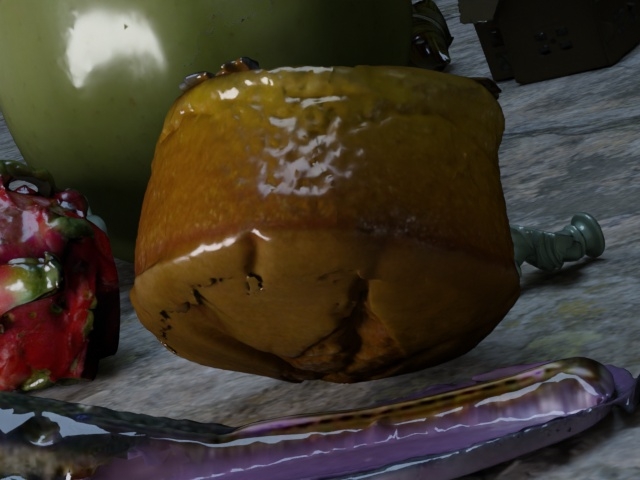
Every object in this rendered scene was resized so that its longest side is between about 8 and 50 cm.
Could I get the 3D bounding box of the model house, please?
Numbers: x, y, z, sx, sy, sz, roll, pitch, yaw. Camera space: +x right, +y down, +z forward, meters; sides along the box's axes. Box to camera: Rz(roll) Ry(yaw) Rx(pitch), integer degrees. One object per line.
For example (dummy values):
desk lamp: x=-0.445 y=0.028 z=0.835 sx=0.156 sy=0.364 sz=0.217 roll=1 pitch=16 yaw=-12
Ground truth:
model house: x=0.217 y=-0.299 z=1.924 sx=0.176 sy=0.248 sz=0.181 roll=-11 pitch=12 yaw=28

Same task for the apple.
apple: x=-0.097 y=-0.162 z=1.524 sx=0.357 sy=0.357 sz=0.357 roll=-16 pitch=12 yaw=3

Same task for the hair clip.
hair clip: x=-0.021 y=0.099 z=0.891 sx=0.358 sy=0.095 sz=0.110 roll=-6 pitch=-24 yaw=11

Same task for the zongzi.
zongzi: x=0.058 y=-0.197 z=2.118 sx=0.187 sy=0.084 sz=0.184 roll=-22 pitch=21 yaw=9

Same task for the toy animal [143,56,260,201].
toy animal: x=-0.062 y=-0.042 z=1.284 sx=0.272 sy=0.160 sz=0.197 roll=-22 pitch=-25 yaw=36

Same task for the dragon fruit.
dragon fruit: x=-0.225 y=0.029 z=1.232 sx=0.172 sy=0.160 sz=0.166 roll=-1 pitch=-17 yaw=-16

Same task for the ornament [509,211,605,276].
ornament: x=0.127 y=0.006 z=1.140 sx=0.092 sy=0.041 sz=0.068 roll=-17 pitch=9 yaw=3

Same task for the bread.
bread: x=0.000 y=0.000 z=0.972 sx=0.195 sy=0.143 sz=0.269 roll=4 pitch=-11 yaw=-13

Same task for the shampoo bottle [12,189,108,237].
shampoo bottle: x=-0.277 y=0.012 z=1.341 sx=0.262 sy=0.085 sz=0.085 roll=-8 pitch=6 yaw=-28
